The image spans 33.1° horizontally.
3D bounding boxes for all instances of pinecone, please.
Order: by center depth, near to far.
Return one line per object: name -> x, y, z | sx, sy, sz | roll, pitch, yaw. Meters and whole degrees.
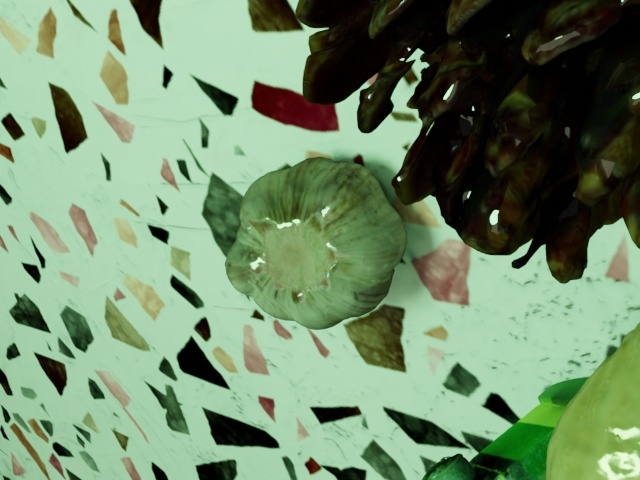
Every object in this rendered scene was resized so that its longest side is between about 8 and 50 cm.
pinecone -> 0.123, -0.116, 0.566 | 0.296, 0.242, 0.298 | 49, 153, 12

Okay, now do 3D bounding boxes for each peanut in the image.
peanut -> 0.216, 0.183, 0.708 | 0.148, 0.148, 0.318 | 15, 88, 39

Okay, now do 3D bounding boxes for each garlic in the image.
garlic -> 0.000, 0.000, 0.908 | 0.147, 0.102, 0.159 | 49, 120, 7

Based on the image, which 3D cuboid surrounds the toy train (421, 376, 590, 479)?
toy train -> 0.209, 0.261, 0.824 | 0.300, 0.202, 0.120 | 54, 167, -3
